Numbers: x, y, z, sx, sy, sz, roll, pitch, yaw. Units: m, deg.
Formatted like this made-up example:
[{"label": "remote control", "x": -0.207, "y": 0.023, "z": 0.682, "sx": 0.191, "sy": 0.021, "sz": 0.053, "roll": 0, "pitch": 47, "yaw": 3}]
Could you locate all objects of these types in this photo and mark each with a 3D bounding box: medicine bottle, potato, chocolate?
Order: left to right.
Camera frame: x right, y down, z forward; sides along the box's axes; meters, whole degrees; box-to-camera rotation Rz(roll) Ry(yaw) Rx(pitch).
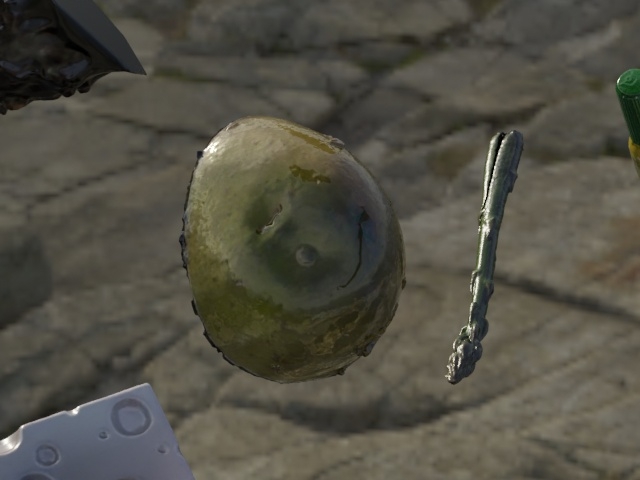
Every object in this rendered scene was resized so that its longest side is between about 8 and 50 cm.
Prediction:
[{"label": "chocolate", "x": -0.335, "y": -0.211, "z": 1.787, "sx": 0.177, "sy": 0.224, "sz": 0.206, "roll": -41, "pitch": 41, "yaw": 6}, {"label": "potato", "x": 0.000, "y": 0.000, "z": 1.219, "sx": 0.182, "sy": 0.202, "sz": 0.117, "roll": 7, "pitch": -12, "yaw": -29}, {"label": "medicine bottle", "x": 0.419, "y": -0.123, "z": 2.109, "sx": 0.064, "sy": 0.260, "sz": 0.095, "roll": -31, "pitch": 52, "yaw": 3}]

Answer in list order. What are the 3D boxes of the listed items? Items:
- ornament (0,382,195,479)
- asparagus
[{"label": "ornament", "x": -0.264, "y": 0.339, "z": 1.832, "sx": 0.240, "sy": 0.239, "sz": 0.240, "roll": -17, "pitch": 66, "yaw": -24}, {"label": "asparagus", "x": 0.105, "y": 0.009, "z": 1.064, "sx": 0.023, "sy": 0.022, "sz": 0.233, "roll": 33, "pitch": 43, "yaw": -15}]
